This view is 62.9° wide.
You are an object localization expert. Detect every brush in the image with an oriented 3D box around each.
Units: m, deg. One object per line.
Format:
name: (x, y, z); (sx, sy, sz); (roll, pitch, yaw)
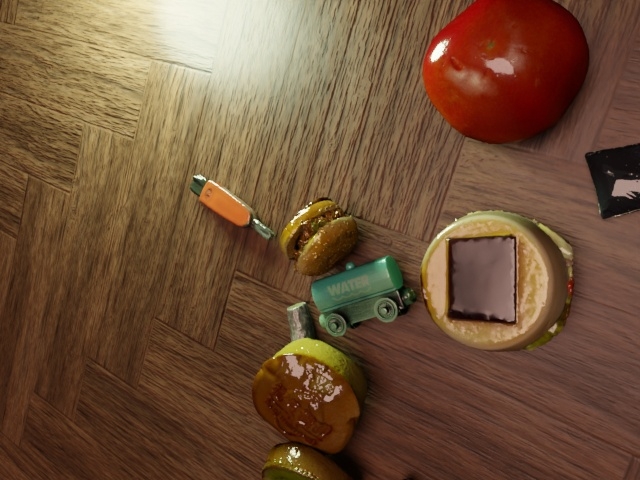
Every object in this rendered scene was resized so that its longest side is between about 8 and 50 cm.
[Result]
brush: (-0.239, -0.086, 1.423); (0.323, 0.051, 0.070); (36, 101, 27)

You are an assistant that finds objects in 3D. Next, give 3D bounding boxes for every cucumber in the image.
cucumber: (-0.047, 0.212, 1.311); (0.064, 0.064, 0.112); (-12, 83, 29)

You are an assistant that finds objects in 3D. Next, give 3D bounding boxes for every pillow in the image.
pillow: (0.606, -0.122, 0.944); (0.208, 0.055, 0.141); (-15, 76, 28)

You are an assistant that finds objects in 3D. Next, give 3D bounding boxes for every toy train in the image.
toy train: (0.092, 0.125, 1.202); (0.248, 0.101, 0.159); (-20, 90, 29)

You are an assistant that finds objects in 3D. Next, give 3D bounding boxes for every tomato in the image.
tomato: (0.340, -0.333, 0.990); (0.298, 0.226, 0.299); (-1, 89, 32)

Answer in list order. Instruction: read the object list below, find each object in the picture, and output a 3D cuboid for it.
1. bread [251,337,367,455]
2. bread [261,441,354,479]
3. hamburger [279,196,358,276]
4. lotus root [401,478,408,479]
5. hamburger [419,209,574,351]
bread: (-0.023, 0.365, 1.226); (0.270, 0.148, 0.270); (8, 111, 20)
bread: (-0.030, 0.570, 1.242); (0.236, 0.070, 0.236); (18, 137, 18)
hamburger: (-0.002, 0.006, 1.215); (0.191, 0.182, 0.118); (-51, 60, 24)
lotus root: (0.228, 0.621, 1.153); (0.113, 0.088, 0.192); (-34, 74, 9)
hamburger: (0.340, 0.082, 1.033); (0.302, 0.170, 0.302); (-1, 88, 33)
